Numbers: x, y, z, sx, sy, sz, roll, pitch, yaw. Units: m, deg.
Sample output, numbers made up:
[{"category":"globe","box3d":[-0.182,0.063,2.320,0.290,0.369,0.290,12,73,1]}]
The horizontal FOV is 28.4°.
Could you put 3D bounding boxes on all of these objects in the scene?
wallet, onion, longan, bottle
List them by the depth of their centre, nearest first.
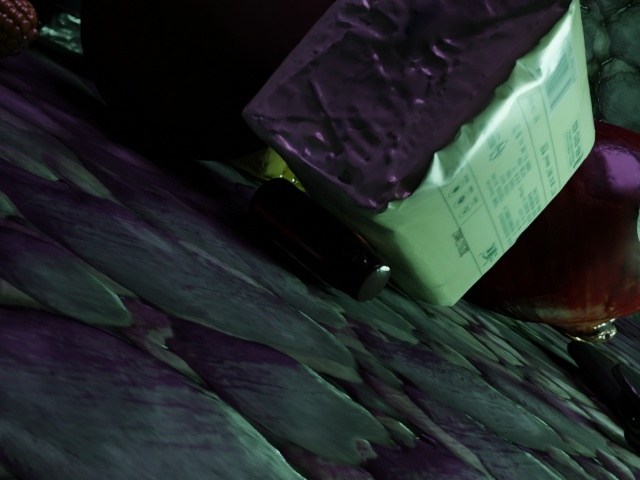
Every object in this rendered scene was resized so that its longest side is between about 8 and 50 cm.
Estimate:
[{"category":"bottle","box3d":[0.000,0.000,1.197,0.164,0.060,0.060,38,9,38]},{"category":"longan","box3d":[-0.115,-0.227,1.336,0.297,0.297,0.297,32,7,-5]},{"category":"wallet","box3d":[0.431,0.220,1.634,0.170,0.044,0.321,33,7,-11]},{"category":"onion","box3d":[0.365,-0.025,1.768,0.341,0.341,0.341,32,7,-5]}]

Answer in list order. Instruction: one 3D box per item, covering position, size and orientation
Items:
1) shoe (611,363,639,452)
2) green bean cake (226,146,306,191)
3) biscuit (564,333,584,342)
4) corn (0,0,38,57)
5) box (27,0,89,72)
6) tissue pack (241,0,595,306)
[{"category":"shoe","box3d":[0.360,0.215,1.378,0.179,0.049,0.071,49,14,-18]},{"category":"green bean cake","box3d":[-0.081,-0.159,1.635,0.224,0.131,0.230,34,10,26]},{"category":"biscuit","box3d":[0.414,0.149,2.144,0.078,0.015,0.091,31,7,1]},{"category":"corn","box3d":[-0.376,-0.254,1.205,0.238,0.080,0.080,31,7,-10]},{"category":"box","box3d":[-0.428,-0.341,1.528,0.359,0.091,0.350,38,10,34]},{"category":"tissue pack","box3d":[0.119,-0.118,1.291,0.207,0.297,0.380,40,-6,22]}]
